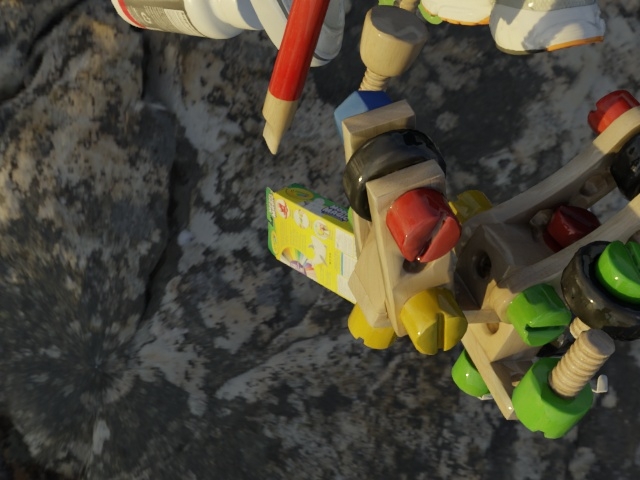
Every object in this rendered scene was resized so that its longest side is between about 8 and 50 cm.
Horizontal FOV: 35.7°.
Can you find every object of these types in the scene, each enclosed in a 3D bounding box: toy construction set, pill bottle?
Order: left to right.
[{"bbox_3d":[-0.217,-0.456,1.782,0.176,0.318,0.176,-21,119,-46],"label":"pill bottle"},{"bbox_3d":[0.077,-0.002,0.664,0.309,0.237,0.257,43,47,21],"label":"toy construction set"}]

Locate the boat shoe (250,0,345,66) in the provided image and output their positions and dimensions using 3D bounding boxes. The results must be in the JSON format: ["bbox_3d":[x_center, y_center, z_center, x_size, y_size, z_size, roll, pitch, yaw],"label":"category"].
[{"bbox_3d":[-0.003,-0.351,0.966,0.156,0.136,0.367,-3,116,26],"label":"boat shoe"}]

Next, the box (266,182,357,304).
[{"bbox_3d":[0.000,0.000,1.254,0.043,0.179,0.105,-30,134,-38],"label":"box"}]

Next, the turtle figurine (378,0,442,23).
[{"bbox_3d":[0.220,-0.507,1.738,0.198,0.275,0.266,31,60,23],"label":"turtle figurine"}]

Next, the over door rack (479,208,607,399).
[{"bbox_3d":[0.346,0.101,1.688,0.239,0.108,0.324,-2,85,-17],"label":"over door rack"}]

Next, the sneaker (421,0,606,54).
[{"bbox_3d":[0.152,-0.234,0.803,0.099,0.262,0.121,-10,114,-13],"label":"sneaker"}]
